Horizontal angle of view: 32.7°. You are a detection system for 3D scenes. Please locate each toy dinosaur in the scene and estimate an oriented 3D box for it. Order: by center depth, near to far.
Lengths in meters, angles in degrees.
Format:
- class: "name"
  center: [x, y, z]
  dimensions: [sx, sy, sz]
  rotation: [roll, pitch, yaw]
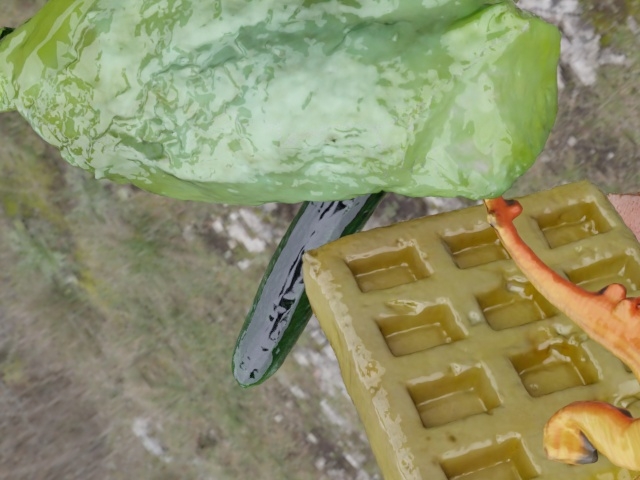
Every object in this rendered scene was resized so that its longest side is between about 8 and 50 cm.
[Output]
- class: "toy dinosaur"
  center: [0.141, 0.082, 0.377]
  dimensions: [0.117, 0.070, 0.288]
  rotation: [-35, 71, 49]

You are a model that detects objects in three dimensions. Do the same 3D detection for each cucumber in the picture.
- class: "cucumber"
  center: [0.000, 0.000, 0.860]
  dimensions: [0.056, 0.056, 0.284]
  rotation: [37, 108, 18]

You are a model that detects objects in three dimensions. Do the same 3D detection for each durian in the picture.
- class: "durian"
  center: [-0.026, -0.078, 0.446]
  dimensions: [0.250, 0.139, 0.101]
  rotation: [14, 128, 25]

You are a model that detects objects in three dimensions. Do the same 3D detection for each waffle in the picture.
- class: "waffle"
  center: [0.128, 0.073, 0.693]
  dimensions: [0.055, 0.221, 0.248]
  rotation: [90, 161, -47]

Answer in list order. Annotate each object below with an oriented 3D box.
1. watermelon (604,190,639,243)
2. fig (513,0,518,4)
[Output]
- class: "watermelon"
  center: [0.297, -0.004, 0.943]
  dimensions: [0.125, 0.135, 0.094]
  rotation: [3, 147, 8]
- class: "fig"
  center: [0.104, -0.284, 1.084]
  dimensions: [0.233, 0.314, 0.233]
  rotation: [2, 128, 3]
